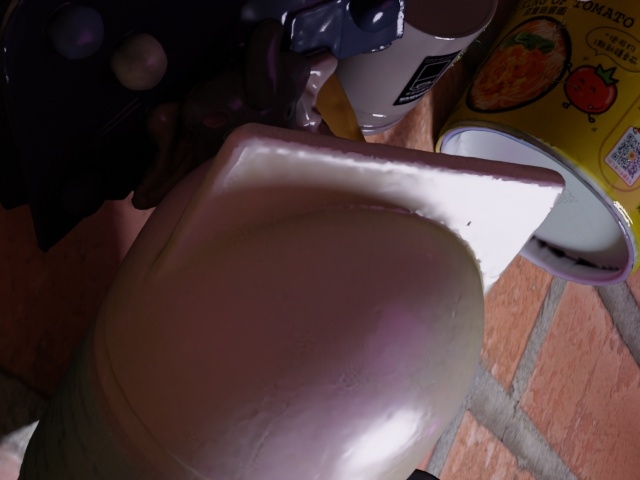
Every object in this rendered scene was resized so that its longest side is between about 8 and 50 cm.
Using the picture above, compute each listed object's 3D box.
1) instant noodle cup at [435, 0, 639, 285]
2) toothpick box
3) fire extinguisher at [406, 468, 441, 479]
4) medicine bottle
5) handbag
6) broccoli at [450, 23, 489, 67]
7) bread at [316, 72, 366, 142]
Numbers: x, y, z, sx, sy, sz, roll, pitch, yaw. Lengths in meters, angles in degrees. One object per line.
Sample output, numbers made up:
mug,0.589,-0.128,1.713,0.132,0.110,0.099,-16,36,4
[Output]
instant noodle cup,0.289,-0.125,1.664,0.254,0.326,0.325,-51,147,-19
toothpick box,0.059,-0.170,1.296,0.111,0.111,0.180,-57,-175,-30
fire extinguisher,0.042,0.352,1.600,0.200,0.113,0.376,-52,171,-19
medicine bottle,-0.031,0.077,1.036,0.236,0.236,0.406,-40,167,-48
handbag,-0.074,-0.140,1.037,0.326,0.118,0.269,-33,147,-21
broccoli,0.093,-0.219,1.429,0.120,0.131,0.130,-45,-166,45
bread,0.000,0.000,1.222,0.142,0.091,0.305,-28,102,-4
